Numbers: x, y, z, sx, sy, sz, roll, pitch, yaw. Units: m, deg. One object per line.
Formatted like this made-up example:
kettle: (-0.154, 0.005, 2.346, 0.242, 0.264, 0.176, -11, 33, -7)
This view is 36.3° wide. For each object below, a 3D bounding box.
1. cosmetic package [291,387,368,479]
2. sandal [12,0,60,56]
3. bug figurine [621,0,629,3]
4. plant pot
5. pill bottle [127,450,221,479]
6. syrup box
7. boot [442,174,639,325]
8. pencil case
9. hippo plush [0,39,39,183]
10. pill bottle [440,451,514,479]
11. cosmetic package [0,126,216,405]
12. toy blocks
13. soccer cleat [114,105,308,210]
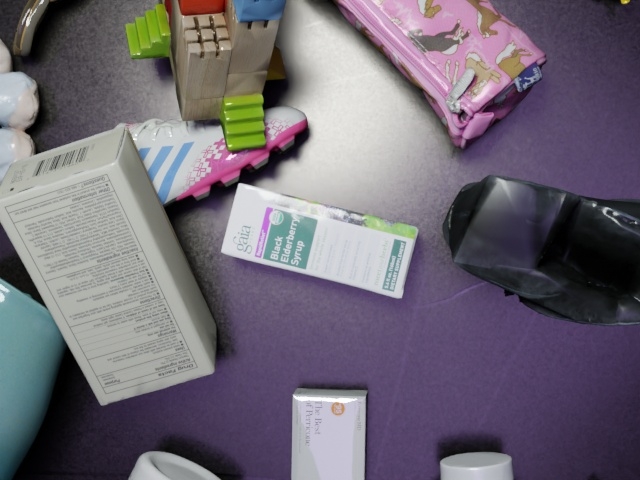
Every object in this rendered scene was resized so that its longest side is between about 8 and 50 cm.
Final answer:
cosmetic package: (0.012, 0.316, 1.270, 0.098, 0.060, 0.239, 0, 90, 3)
sandal: (-0.344, -0.338, 1.290, 0.060, 0.090, 0.219, 23, 89, -14)
bug figurine: (0.465, -0.414, 1.235, 0.279, 0.072, 0.216, -7, 83, 9)
plant pot: (-0.450, 0.167, 1.218, 0.271, 0.272, 0.255, 32, 77, 4)
pill bottle: (-0.220, 0.400, 1.251, 0.131, 0.131, 0.229, 26, 91, 4)
syrup box: (0.000, 0.000, 1.255, 0.236, 0.096, 0.093, 14, 91, 3)
boot: (0.317, 0.010, 1.056, 0.367, 0.445, 0.146, 7, 90, 4)
pencil case: (0.101, -0.297, 1.213, 0.160, 0.167, 0.386, -43, 87, 1)
hippo plush: (-0.506, -0.177, 1.223, 0.294, 0.236, 0.234, 41, 93, 3)
pill bottle: (0.205, 0.385, 1.224, 0.124, 0.124, 0.222, -6, 88, 4)
cosmetic package: (-0.253, 0.036, 1.195, 0.160, 0.113, 0.309, -16, 120, 5)
toy blocks: (-0.131, -0.333, 1.136, 0.190, 0.261, 0.381, -8, 67, -15)
soccer cleat: (-0.182, -0.113, 1.256, 0.331, 0.116, 0.143, -29, 93, 4)
